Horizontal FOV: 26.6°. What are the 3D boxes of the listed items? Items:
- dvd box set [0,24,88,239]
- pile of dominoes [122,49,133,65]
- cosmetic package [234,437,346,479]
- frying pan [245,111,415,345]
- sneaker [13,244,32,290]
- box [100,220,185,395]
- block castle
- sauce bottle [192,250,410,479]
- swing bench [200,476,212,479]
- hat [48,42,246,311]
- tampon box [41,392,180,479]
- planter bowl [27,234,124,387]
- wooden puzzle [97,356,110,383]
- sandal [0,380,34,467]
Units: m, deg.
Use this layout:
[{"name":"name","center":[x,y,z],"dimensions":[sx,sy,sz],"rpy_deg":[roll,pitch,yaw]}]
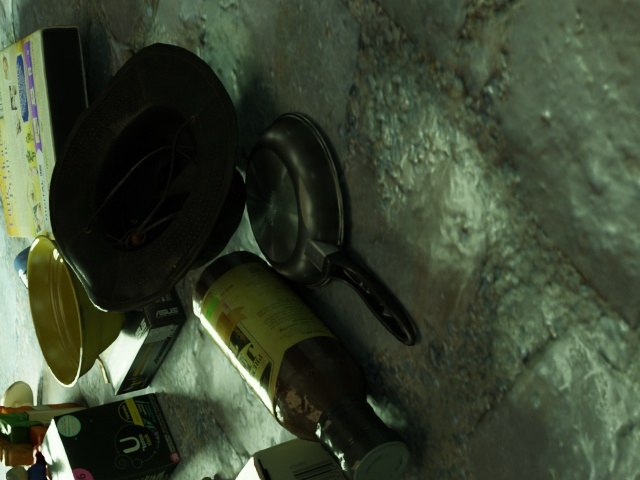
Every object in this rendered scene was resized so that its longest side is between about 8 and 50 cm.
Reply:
[{"name":"dvd box set","center":[-0.432,-0.154,2.089],"dimensions":[0.420,0.062,0.308],"rpy_deg":[-179,82,-66]},{"name":"pile of dominoes","center":[-0.217,-0.118,1.822],"dimensions":[0.251,0.040,0.196],"rpy_deg":[-125,35,-49]},{"name":"cosmetic package","center":[-0.041,0.351,1.562],"dimensions":[0.153,0.129,0.296],"rpy_deg":[62,148,24]},{"name":"frying pan","center":[-0.011,0.013,1.475],"dimensions":[0.326,0.053,0.197],"rpy_deg":[68,151,23]},{"name":"sneaker","center":[-0.399,0.086,2.097],"dimensions":[0.090,0.081,0.232],"rpy_deg":[55,174,27]},{"name":"box","center":[-0.278,0.094,1.963],"dimensions":[0.183,0.056,0.231],"rpy_deg":[65,148,21]},{"name":"block castle","center":[-0.473,0.437,2.222],"dimensions":[0.453,0.213,0.303],"rpy_deg":[7,96,61]},{"name":"sauce bottle","center":[-0.024,0.139,1.473],"dimensions":[0.344,0.111,0.111],"rpy_deg":[45,137,46]},{"name":"swing bench","center":[-0.208,0.478,1.777],"dimensions":[0.255,0.253,0.165],"rpy_deg":[47,138,43]},{"name":"hat","center":[-0.173,-0.063,1.605],"dimensions":[0.331,0.134,0.331],"rpy_deg":[-17,64,40]},{"name":"tampon box","center":[-0.309,0.312,1.990],"dimensions":[0.120,0.161,0.101],"rpy_deg":[64,148,23]},{"name":"planter bowl","center":[-0.335,0.091,1.911],"dimensions":[0.217,0.090,0.217],"rpy_deg":[29,125,54]},{"name":"wooden puzzle","center":[-0.329,0.180,2.132],"dimensions":[0.116,0.014,0.078],"rpy_deg":[-42,68,58]},{"name":"sandal","center":[-0.538,0.356,2.529],"dimensions":[0.079,0.088,0.240],"rpy_deg":[27,138,16]}]
